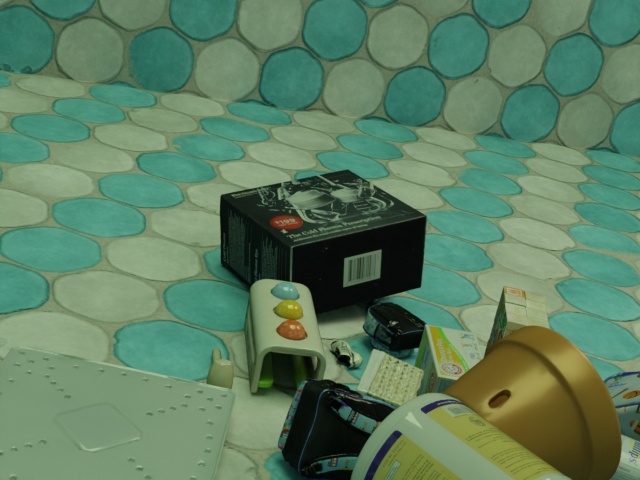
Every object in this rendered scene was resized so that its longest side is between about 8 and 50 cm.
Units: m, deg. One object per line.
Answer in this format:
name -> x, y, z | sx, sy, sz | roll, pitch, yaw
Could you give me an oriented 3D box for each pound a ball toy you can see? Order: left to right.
pound a ball toy -> -0.104, 0.178, 2.036 | 0.208, 0.135, 0.319 | 9, 22, -10

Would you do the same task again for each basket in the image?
basket -> 0.113, 0.284, 1.927 | 0.103, 0.113, 0.167 | 18, 23, 7

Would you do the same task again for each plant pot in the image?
plant pot -> 0.318, 0.310, 1.801 | 0.204, 0.290, 0.291 | -20, 35, -25

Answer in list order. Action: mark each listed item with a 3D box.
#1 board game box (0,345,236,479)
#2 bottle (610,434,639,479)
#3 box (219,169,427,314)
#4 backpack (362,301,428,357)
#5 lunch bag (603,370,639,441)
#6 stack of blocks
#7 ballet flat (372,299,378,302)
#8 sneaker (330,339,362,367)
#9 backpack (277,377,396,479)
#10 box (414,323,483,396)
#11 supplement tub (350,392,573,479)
board game box -> -0.349, 0.309, 1.702 | 0.390, 0.050, 0.390 | 12, 22, -1
bottle -> 0.564, 0.408, 1.895 | 0.283, 0.092, 0.118 | 20, 25, 18
box -> 0.000, 0.000, 2.377 | 0.343, 0.178, 0.312 | -13, 28, -30
backpack -> 0.144, 0.183, 2.222 | 0.105, 0.084, 0.114 | -8, 35, -41
lunch bag -> 0.642, 0.301, 2.026 | 0.303, 0.114, 0.243 | -12, 8, 35
stack of blocks -> 0.380, 0.229, 2.126 | 0.087, 0.171, 0.297 | 14, 23, 3
ballet flat -> 0.130, 0.095, 2.471 | 0.052, 0.057, 0.168 | 18, 21, -14
sneaker -> 0.045, 0.222, 2.146 | 0.037, 0.031, 0.083 | -9, 30, -42
backpack -> 0.040, 0.313, 1.773 | 0.173, 0.158, 0.117 | 17, 0, -26
box -> 0.245, 0.259, 2.057 | 0.103, 0.114, 0.203 | 10, 23, -6
supplement tub -> 0.228, 0.394, 1.553 | 0.241, 0.241, 0.331 | -8, 30, -41
